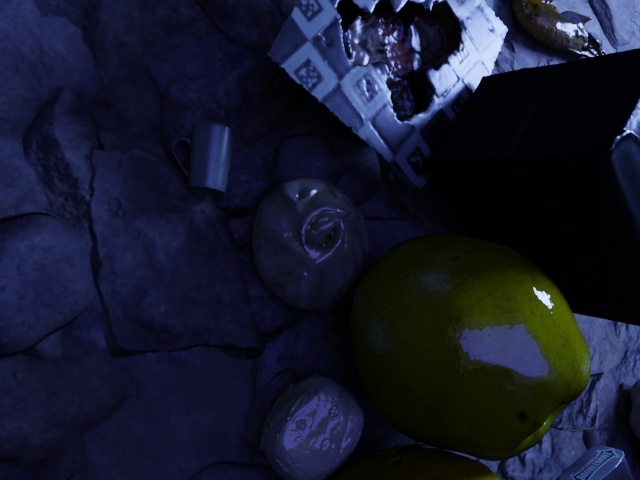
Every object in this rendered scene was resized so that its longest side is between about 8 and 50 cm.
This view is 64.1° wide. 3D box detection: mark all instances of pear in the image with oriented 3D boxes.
[{"bbox_3d":[0.170,0.125,0.650,0.295,0.294,0.293,3,82,-24],"label":"pear"}]

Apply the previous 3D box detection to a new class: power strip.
[{"bbox_3d":[0.085,-0.250,0.783,0.137,0.044,0.216,-43,102,-22],"label":"power strip"}]

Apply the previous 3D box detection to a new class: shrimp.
[{"bbox_3d":[0.478,-0.413,0.972,0.262,0.066,0.117,11,79,-25],"label":"shrimp"}]

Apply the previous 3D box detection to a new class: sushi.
[{"bbox_3d":[0.102,-0.275,0.741,0.320,0.069,0.339,33,72,-27],"label":"sushi"}]

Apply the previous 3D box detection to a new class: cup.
[{"bbox_3d":[-0.150,-0.105,0.652,0.075,0.054,0.083,9,82,-24],"label":"cup"}]

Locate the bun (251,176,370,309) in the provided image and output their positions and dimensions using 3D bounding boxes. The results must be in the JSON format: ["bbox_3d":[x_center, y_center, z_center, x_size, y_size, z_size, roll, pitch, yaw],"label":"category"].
[{"bbox_3d":[0.000,0.000,0.681,0.184,0.102,0.183,3,83,-27],"label":"bun"}]

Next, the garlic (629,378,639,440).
[{"bbox_3d":[0.674,0.328,0.909,0.228,0.152,0.227,0,88,0],"label":"garlic"}]

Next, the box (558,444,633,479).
[{"bbox_3d":[0.495,0.479,0.866,0.120,0.069,0.223,-22,94,-25],"label":"box"}]

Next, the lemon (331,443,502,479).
[{"bbox_3d":[0.123,0.385,0.592,0.298,0.297,0.296,3,82,-24],"label":"lemon"}]

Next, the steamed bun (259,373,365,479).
[{"bbox_3d":[-0.012,0.240,0.650,0.112,0.091,0.130,45,71,-8],"label":"steamed bun"}]

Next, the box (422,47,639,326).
[{"bbox_3d":[0.363,-0.066,0.730,0.345,0.251,0.204,48,65,-32],"label":"box"}]

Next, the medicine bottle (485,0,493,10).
[{"bbox_3d":[0.258,-0.334,0.864,0.059,0.059,0.230,11,79,-23],"label":"medicine bottle"}]
